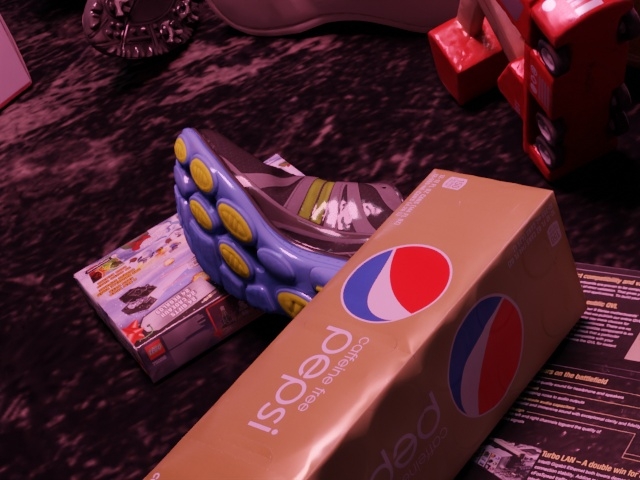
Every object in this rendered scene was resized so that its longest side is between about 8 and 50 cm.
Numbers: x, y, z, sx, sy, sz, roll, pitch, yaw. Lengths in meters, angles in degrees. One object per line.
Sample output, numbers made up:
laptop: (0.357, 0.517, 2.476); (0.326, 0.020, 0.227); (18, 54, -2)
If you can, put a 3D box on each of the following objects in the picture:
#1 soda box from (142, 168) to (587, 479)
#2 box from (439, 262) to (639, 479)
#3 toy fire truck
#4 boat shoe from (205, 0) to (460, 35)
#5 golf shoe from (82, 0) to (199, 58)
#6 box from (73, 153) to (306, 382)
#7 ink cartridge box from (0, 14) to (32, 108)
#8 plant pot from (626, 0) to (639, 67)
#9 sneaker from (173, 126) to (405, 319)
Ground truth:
soda box: (0.019, 0.055, 0.516); (0.058, 0.061, 0.181); (14, 48, 40)
box: (0.090, 0.084, 0.562); (0.180, 0.077, 0.147); (7, 45, 37)
toy fire truck: (0.106, -0.106, 0.766); (0.047, 0.192, 0.135); (-28, 62, -7)
boat shoe: (0.032, -0.186, 0.964); (0.254, 0.095, 0.079); (-1, 50, 43)
golf shoe: (-0.136, -0.180, 1.075); (0.094, 0.077, 0.198); (-16, 24, 29)
box: (-0.055, 0.012, 0.791); (0.137, 0.027, 0.094); (-31, 35, -14)
ink cartridge box: (-0.322, -0.121, 1.088); (0.175, 0.072, 0.127); (14, 48, 42)
plant pot: (0.191, -0.234, 0.824); (0.237, 0.237, 0.254); (-12, 59, 16)
sneaker: (0.000, 0.000, 0.726); (0.188, 0.067, 0.078); (31, 44, 26)
